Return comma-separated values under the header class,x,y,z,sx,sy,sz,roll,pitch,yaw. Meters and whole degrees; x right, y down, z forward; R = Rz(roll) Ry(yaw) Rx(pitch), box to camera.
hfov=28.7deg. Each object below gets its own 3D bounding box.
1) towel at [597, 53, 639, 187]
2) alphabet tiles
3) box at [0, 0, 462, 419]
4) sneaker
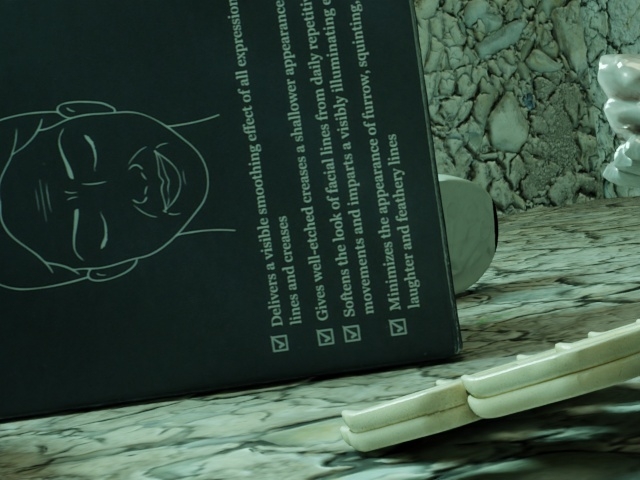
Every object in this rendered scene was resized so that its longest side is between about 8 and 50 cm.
class,x,y,z,sx,sy,sz,roll,pitch,yaw
towel,0.305,-0.008,0.411,0.317,0.053,0.331,-8,23,-45
alphabet tiles,0.151,0.041,0.552,0.284,0.021,0.278,-11,-10,-41
box,-0.114,-0.043,0.929,0.395,0.294,0.212,-7,2,1
sneaker,0.000,0.001,1.261,0.236,0.130,0.322,7,18,43
